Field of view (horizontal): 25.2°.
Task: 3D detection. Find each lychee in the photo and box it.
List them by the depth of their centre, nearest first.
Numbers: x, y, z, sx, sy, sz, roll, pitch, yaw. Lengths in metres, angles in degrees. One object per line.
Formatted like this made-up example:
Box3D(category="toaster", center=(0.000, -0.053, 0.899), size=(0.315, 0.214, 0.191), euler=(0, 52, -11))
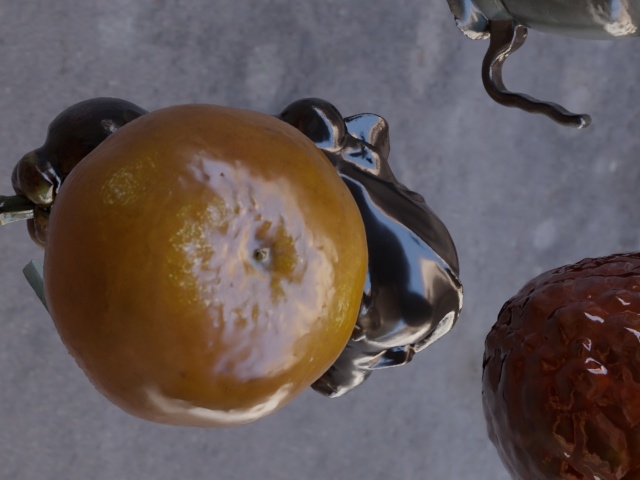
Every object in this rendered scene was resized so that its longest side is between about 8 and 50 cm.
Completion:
Box3D(category="lychee", center=(0.246, 0.120, 1.001), size=(0.300, 0.255, 0.255), euler=(15, 90, -44))

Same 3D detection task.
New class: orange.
Box3D(category="orange", center=(-0.056, 0.013, 0.675), size=(0.155, 0.134, 0.154), euler=(5, 78, -25))

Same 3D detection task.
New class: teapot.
Box3D(category="teapot", center=(0.281, -0.315, 1.774), size=(0.223, 0.285, 0.305), euler=(-49, 127, -41))

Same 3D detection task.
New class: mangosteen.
Box3D(category="mangosteen", center=(-0.359, -0.080, 2.214), size=(0.302, 0.275, 0.275), euler=(-17, 118, -13))

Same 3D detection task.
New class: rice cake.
Box3D(category="rice cake", center=(-0.364, 0.101, 2.020), size=(0.030, 0.180, 0.042), euler=(-41, 156, 8))

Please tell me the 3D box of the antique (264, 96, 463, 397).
Box3D(category="antique", center=(0.000, 0.000, 1.435), size=(0.322, 0.255, 0.185), euler=(39, 59, -15))
